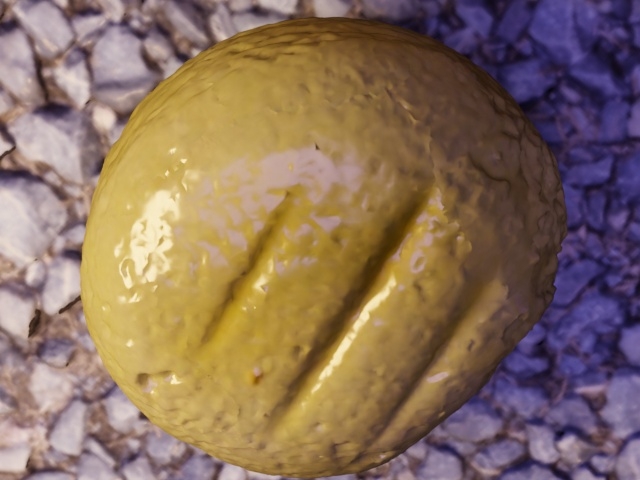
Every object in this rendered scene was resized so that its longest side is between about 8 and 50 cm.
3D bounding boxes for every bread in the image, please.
[{"bbox_3d":[-0.001,0.005,0.948,0.320,0.237,0.320,2,112,6],"label":"bread"}]
